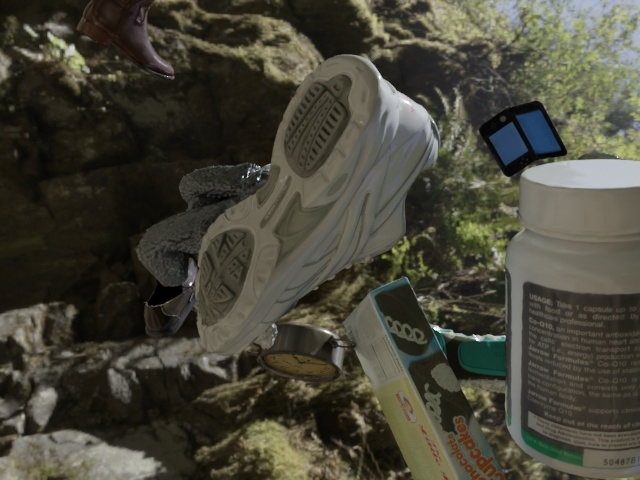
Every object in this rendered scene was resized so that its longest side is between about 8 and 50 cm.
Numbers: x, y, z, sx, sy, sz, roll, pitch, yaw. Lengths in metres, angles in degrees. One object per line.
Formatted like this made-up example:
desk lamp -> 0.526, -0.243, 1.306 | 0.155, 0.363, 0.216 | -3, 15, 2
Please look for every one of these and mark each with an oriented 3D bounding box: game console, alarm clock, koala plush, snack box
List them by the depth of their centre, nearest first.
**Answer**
snack box -> 0.134, 0.223, 0.775 | 0.187, 0.060, 0.322 | 114, -47, -70
koala plush -> -0.092, 0.028, 0.819 | 0.196, 0.203, 0.221 | -68, 145, -47
alarm clock -> -0.016, 0.164, 0.899 | 0.192, 0.129, 0.064 | -21, -132, 47
game console -> 0.374, -0.185, 1.108 | 0.122, 0.107, 0.071 | 54, 8, -19

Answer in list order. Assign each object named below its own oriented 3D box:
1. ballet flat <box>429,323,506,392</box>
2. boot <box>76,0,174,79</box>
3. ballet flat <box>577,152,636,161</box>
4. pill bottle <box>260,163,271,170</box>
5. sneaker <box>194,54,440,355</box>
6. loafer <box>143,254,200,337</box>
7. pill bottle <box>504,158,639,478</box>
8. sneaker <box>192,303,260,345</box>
ballet flat -> 0.262, 0.262, 1.254 | 0.147, 0.409, 0.147 | -170, -90, -87
boot -> -0.149, -0.214, 0.539 | 0.037, 0.106, 0.114 | 37, -81, 35
ballet flat -> 0.518, -0.106, 1.026 | 0.072, 0.068, 0.213 | 50, -12, -29
pill bottle -> -0.040, -0.053, 1.110 | 0.208, 0.119, 0.119 | 43, -46, 36
sneaker -> 0.000, 0.000, 0.400 | 0.232, 0.115, 0.090 | -51, -136, 27
loafer -> -0.265, 0.084, 1.124 | 0.220, 0.080, 0.078 | -74, 164, -51
pill bottle -> 0.340, 0.091, 0.753 | 0.204, 0.204, 0.361 | 28, -52, 60
sneaker -> -0.192, 0.167, 1.421 | 0.118, 0.279, 0.107 | -58, 178, -14
